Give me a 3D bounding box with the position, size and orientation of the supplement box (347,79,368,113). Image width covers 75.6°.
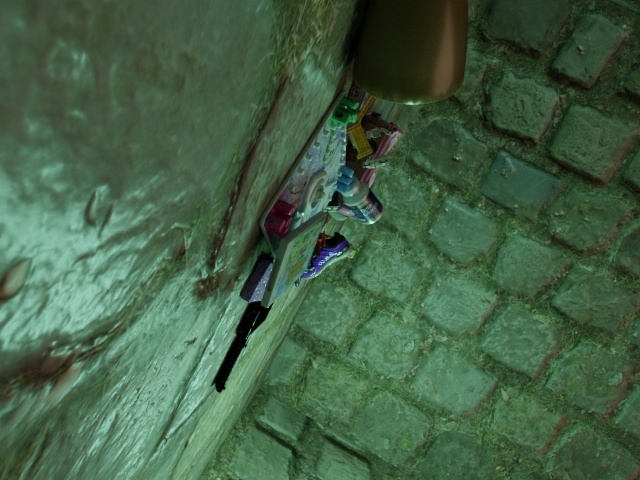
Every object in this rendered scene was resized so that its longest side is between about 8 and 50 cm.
[{"bbox_3d":[0.101,-0.384,1.079,0.055,0.043,0.083,-56,171,-50],"label":"supplement box"}]

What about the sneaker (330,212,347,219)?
[{"bbox_3d":[0.147,-0.254,1.844,0.315,0.127,0.182,-58,-178,38],"label":"sneaker"}]

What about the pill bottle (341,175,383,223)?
[{"bbox_3d":[0.133,-0.136,1.374,0.169,0.094,0.094,44,69,-40],"label":"pill bottle"}]

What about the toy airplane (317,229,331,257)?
[{"bbox_3d":[0.000,0.000,1.815,0.151,0.028,0.151,-16,-108,60],"label":"toy airplane"}]

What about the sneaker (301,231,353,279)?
[{"bbox_3d":[-0.007,0.058,1.927,0.293,0.146,0.102,-34,-153,5],"label":"sneaker"}]

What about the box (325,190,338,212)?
[{"bbox_3d":[0.026,-0.138,1.342,0.052,0.062,0.083,102,-12,-69],"label":"box"}]

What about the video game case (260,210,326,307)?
[{"bbox_3d":[-0.062,0.042,1.014,0.212,0.023,0.193,-42,156,-58],"label":"video game case"}]

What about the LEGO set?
[{"bbox_3d":[0.127,-0.355,1.199,0.107,0.132,0.287,-107,-168,-68],"label":"LEGO set"}]

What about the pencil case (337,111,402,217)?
[{"bbox_3d":[0.150,-0.270,1.517,0.386,0.160,0.167,-61,164,-5],"label":"pencil case"}]

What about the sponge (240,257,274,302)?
[{"bbox_3d":[-0.161,0.113,1.151,0.117,0.031,0.210,-62,175,-4],"label":"sponge"}]

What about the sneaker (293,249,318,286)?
[{"bbox_3d":[-0.069,0.122,1.819,0.188,0.078,0.067,-63,173,4],"label":"sneaker"}]

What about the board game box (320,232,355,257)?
[{"bbox_3d":[0.076,0.022,2.026,0.043,0.181,0.092,-64,-162,18],"label":"board game box"}]

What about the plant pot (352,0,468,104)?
[{"bbox_3d":[0.186,-0.439,0.796,0.254,0.237,0.237,88,27,-51],"label":"plant pot"}]

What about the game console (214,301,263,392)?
[{"bbox_3d":[-0.246,0.325,1.351,0.361,0.044,0.213,-62,175,9],"label":"game console"}]

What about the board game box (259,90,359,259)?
[{"bbox_3d":[-0.009,-0.119,1.085,0.390,0.050,0.390,-60,167,-18],"label":"board game box"}]
